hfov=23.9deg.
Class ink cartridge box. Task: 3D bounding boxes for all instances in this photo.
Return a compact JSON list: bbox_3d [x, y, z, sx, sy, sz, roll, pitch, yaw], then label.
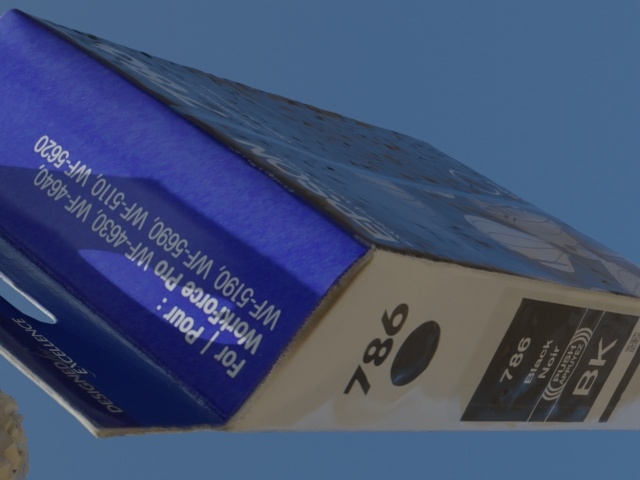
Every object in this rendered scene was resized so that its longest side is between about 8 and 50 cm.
[{"bbox_3d":[0.000,0.000,0.513,0.332,0.165,0.065,8,-68,-56],"label":"ink cartridge box"}]

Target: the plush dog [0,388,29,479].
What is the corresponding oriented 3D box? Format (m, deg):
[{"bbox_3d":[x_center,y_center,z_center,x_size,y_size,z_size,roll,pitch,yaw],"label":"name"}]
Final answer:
[{"bbox_3d":[-0.254,0.119,0.520,0.225,0.210,0.262,17,-109,8],"label":"plush dog"}]
